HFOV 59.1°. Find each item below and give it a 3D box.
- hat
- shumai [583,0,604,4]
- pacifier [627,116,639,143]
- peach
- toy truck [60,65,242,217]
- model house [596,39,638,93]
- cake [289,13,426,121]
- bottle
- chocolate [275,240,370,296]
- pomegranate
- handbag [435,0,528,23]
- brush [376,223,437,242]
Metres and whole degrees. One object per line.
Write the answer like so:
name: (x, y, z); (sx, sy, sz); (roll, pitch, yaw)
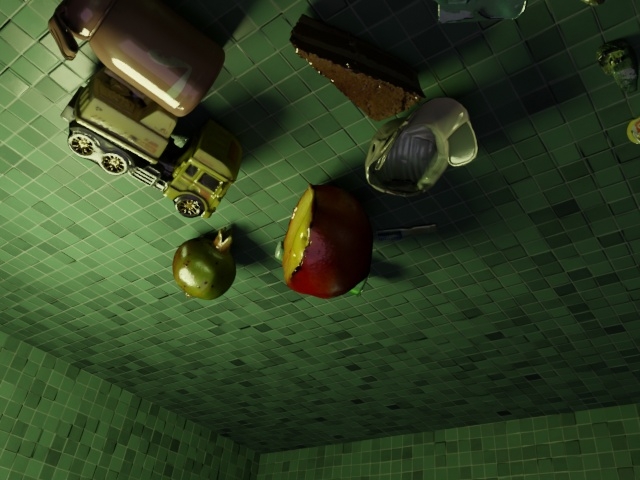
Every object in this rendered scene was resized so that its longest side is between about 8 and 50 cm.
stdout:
hat: (0.206, -0.216, 1.242); (0.231, 0.161, 0.275); (-9, 156, -19)
shumai: (0.461, -0.456, 0.996); (0.080, 0.082, 0.083); (23, 148, 50)
pacifier: (0.713, -0.243, 1.222); (0.064, 0.068, 0.083); (-3, 150, -33)
peach: (0.000, 0.000, 1.487); (0.280, 0.281, 0.338); (-7, 145, 18)
toy truck: (-0.375, -0.239, 1.319); (0.405, 0.181, 0.254); (32, 129, -24)
model house: (0.582, -0.336, 1.099); (0.066, 0.083, 0.078); (-19, 136, 33)
cake: (0.065, -0.346, 1.146); (0.295, 0.116, 0.113); (24, 139, -21)
bottle: (-0.356, -0.381, 1.104); (0.296, 0.207, 0.173); (35, 158, -30)
chocolate: (0.002, 0.076, 1.727); (0.291, 0.110, 0.110); (21, 141, -13)
pomegranate: (-0.341, 0.070, 1.699); (0.198, 0.198, 0.246); (23, 138, -19)
handbag: (0.275, -0.491, 0.973); (0.179, 0.062, 0.229); (1, 143, 13)
brush: (0.245, -0.021, 1.613); (0.178, 0.030, 0.033); (-7, 131, 18)
